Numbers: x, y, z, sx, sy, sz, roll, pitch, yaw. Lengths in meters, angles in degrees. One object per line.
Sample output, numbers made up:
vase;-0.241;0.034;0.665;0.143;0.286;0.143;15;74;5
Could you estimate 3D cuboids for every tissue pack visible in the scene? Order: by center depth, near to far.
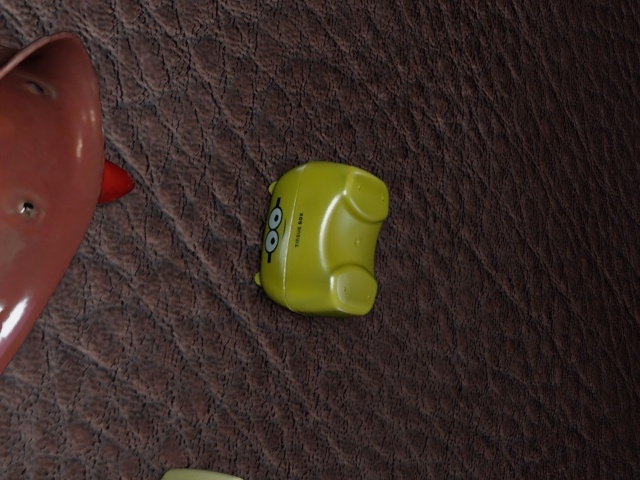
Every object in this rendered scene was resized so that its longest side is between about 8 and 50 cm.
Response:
tissue pack;0.000;0.000;1.211;0.123;0.127;0.178;19;77;-52

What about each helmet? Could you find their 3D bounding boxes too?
helmet;-0.332;-0.021;0.745;0.338;0.230;0.385;-60;173;-39

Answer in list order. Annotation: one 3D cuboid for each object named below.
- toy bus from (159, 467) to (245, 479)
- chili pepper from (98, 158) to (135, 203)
toy bus;-0.154;0.420;1.020;0.202;0.176;0.365;51;53;-30
chili pepper;-0.303;-0.142;0.930;0.368;0.091;0.137;61;33;-36
